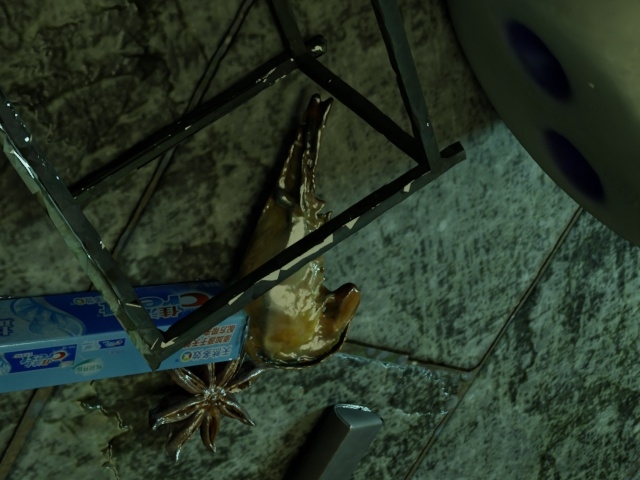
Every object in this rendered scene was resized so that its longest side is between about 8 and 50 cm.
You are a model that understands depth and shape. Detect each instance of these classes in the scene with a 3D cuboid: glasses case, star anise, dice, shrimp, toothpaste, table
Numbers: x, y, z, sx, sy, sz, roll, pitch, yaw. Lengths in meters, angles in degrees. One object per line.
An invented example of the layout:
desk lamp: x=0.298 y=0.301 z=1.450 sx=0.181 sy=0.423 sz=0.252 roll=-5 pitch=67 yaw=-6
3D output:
glasses case: x=-0.003 y=0.269 z=1.199 sx=0.072 sy=0.042 sz=0.190 roll=14 pitch=111 yaw=-48
star anise: x=-0.111 y=0.150 z=1.036 sx=0.141 sy=0.042 sz=0.141 roll=-20 pitch=125 yaw=-31
dice: x=0.295 y=-0.188 z=0.902 sx=0.277 sy=0.304 sz=0.304 roll=-40 pitch=135 yaw=-5
shrimp: x=-0.008 y=-0.006 z=0.984 sx=0.117 sy=0.066 sz=0.262 roll=11 pitch=110 yaw=-23
toothpaste: x=-0.195 y=0.079 z=0.910 sx=0.272 sy=0.066 sz=0.053 roll=-4 pitch=121 yaw=-34
table: x=-0.102 y=-0.150 z=0.707 sx=0.272 sy=0.222 sz=0.335 roll=-33 pitch=134 yaw=-10
